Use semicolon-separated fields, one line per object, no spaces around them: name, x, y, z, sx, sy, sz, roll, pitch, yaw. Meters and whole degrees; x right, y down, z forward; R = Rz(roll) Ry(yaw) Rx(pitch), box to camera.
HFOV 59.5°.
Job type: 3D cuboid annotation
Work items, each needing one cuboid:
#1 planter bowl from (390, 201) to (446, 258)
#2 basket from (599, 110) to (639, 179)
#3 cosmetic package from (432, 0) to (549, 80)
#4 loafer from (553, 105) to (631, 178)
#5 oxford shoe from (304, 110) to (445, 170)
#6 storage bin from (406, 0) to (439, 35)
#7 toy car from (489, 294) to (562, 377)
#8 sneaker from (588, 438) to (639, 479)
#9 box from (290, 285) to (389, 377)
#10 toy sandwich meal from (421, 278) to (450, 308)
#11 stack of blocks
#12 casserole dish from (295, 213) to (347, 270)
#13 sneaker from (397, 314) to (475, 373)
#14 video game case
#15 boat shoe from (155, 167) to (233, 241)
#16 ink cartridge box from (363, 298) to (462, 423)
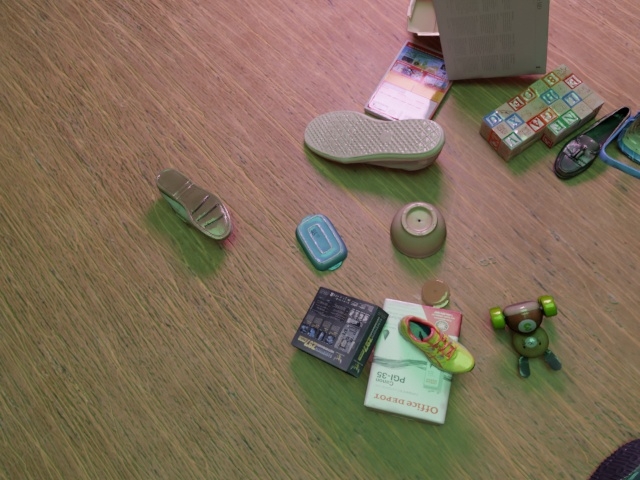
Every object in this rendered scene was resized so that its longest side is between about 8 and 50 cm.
planter bowl;0.275;-0.043;1.567;0.162;0.109;0.162;-2;71;7
basket;0.917;-0.254;1.495;0.255;0.201;0.289;35;70;16
cosmetic package;0.473;-0.598;1.531;0.284;0.377;0.097;5;69;22
loafer;0.771;-0.287;1.590;0.267;0.084;0.096;-41;71;-7
oxford shoe;0.156;-0.289;1.667;0.449;0.130;0.169;9;78;26
storage bin;0.405;-0.742;1.722;0.260;0.123;0.262;4;45;9
toy car;0.533;0.248;1.424;0.155;0.149;0.188;-17;82;15
sneaker;0.696;0.611;1.302;0.131;0.112;0.319;44;85;2
box;0.046;0.235;1.472;0.233;0.059;0.183;12;69;49
toy sandwich meal;0.319;0.147;1.541;0.086;0.029;0.085;-7;65;16
stack of blocks;0.638;-0.356;1.631;0.297;0.087;0.171;-34;70;-4
casserole dish;0.000;0.000;1.632;0.114;0.037;0.188;-30;69;-3
sneaker;0.277;0.249;1.351;0.208;0.094;0.081;31;75;15
video game case;0.294;-0.483;1.757;0.204;0.025;0.285;28;78;16
boat shoe;-0.369;-0.096;1.682;0.113;0.103;0.302;-40;69;-20
ink cartridge box;0.240;0.314;1.447;0.207;0.117;0.283;10;73;11
